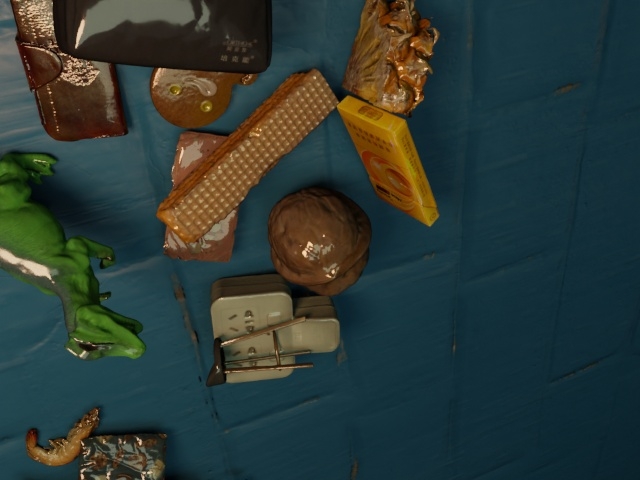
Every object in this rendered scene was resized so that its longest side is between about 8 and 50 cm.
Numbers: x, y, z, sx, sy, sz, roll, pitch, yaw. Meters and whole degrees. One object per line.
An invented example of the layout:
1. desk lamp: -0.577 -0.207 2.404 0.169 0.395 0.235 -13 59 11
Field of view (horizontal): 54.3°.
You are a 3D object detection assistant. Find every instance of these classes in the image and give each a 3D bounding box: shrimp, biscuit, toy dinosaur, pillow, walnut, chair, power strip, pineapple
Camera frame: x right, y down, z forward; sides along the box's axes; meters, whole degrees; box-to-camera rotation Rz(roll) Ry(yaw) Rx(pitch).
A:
1. shrimp: -0.544 0.403 1.308 0.124 0.034 0.178 27 110 -29
2. biscuit: -0.126 -0.151 1.095 0.379 0.054 0.094 -47 131 -10
3. toy dinosaur: -0.496 -0.009 0.864 0.500 0.374 0.144 22 117 -37
4. pillow: -0.212 -0.076 1.145 0.135 0.049 0.248 1 111 -28
5. biscuit: -0.190 -0.294 1.036 0.180 0.039 0.236 20 111 -35
6. walnut: 0.000 0.000 1.197 0.224 0.224 0.224 -12 124 -19
7. pillow: -0.425 0.545 1.336 0.189 0.034 0.256 4 85 -28
8. chair: -0.127 0.221 1.241 0.221 0.104 0.095 -13 92 -4
9. power strip: -0.097 0.171 1.337 0.261 0.141 0.229 -5 122 -7
10. pineapple: 0.116 -0.317 1.104 0.114 0.186 0.236 13 72 -24

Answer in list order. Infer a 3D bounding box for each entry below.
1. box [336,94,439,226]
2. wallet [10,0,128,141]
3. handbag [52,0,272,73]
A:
1. box: 0.134 -0.147 1.186 0.043 0.152 0.269 -45 140 -10
2. wallet: -0.383 -0.274 0.954 0.137 0.031 0.255 -11 122 -16
3. handbag: -0.203 -0.378 0.859 0.302 0.178 0.275 -2 109 -26
